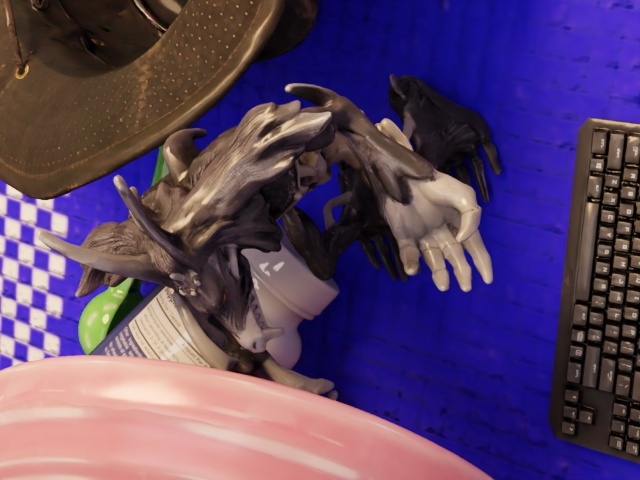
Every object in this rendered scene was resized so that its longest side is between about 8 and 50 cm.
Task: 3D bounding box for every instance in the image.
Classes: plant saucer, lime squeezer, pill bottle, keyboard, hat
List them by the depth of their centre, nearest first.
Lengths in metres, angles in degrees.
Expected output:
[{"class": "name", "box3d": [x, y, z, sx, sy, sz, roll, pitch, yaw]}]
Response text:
[{"class": "keyboard", "box3d": [0.175, 0.031, 0.598, 0.108, 0.023, 0.180, 11, 106, 30]}, {"class": "plant saucer", "box3d": [-0.046, 0.178, 0.611, 0.332, 0.084, 0.332, 12, 148, 8]}, {"class": "hat", "box3d": [-0.087, -0.161, 0.648, 0.331, 0.134, 0.331, -14, 69, 40]}, {"class": "pill bottle", "box3d": [-0.072, 0.066, 0.696, 0.169, 0.094, 0.094, -45, 74, 6]}, {"class": "lime squeezer", "box3d": [-0.100, 0.089, 0.777, 0.110, 0.059, 0.310, -14, 91, 3]}]

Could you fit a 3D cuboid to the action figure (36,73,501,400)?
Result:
[{"class": "action figure", "box3d": [0.000, 0.000, 0.549, 0.164, 0.276, 0.141, -39, 81, 32]}]
